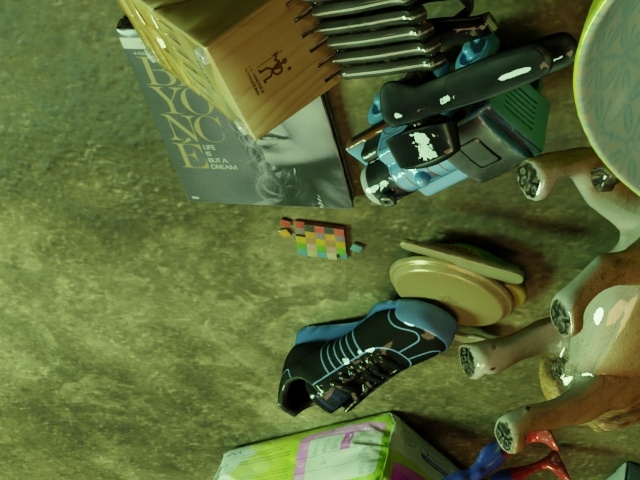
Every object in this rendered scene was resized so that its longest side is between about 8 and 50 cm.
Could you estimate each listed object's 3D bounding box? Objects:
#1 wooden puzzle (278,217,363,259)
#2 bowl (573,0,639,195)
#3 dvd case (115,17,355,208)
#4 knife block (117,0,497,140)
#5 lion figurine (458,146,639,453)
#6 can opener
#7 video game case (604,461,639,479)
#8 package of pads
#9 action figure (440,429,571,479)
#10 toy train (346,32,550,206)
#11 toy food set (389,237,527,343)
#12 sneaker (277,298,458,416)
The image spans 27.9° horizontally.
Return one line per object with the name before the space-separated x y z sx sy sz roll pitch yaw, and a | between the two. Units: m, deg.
wooden puzzle | 0.000 0.000 1.245 0.083 0.006 0.049 7 143 12
bowl | 0.313 -0.144 0.815 0.289 0.156 0.289 10 142 8
dvd case | -0.069 -0.106 1.124 0.164 0.018 0.221 3 141 17
knife block | -0.001 -0.194 0.941 0.275 0.242 0.088 40 162 49
lion figurine | 0.254 0.043 1.061 0.240 0.142 0.392 -15 150 -22
can opener | 0.107 -0.106 0.892 0.186 0.059 0.073 -22 101 51
video game case | 0.417 0.380 1.540 0.269 0.061 0.244 22 142 -8
package of pads | 0.034 0.323 1.574 0.296 0.101 0.229 -20 131 38
action figure | 0.139 0.306 1.382 0.280 0.139 0.091 -23 124 4
toy train | 0.098 -0.089 1.010 0.080 0.105 0.184 38 138 -26
toy food set | 0.131 0.042 1.234 0.132 0.038 0.192 17 155 8
sneaker | 0.044 0.126 1.305 0.081 0.090 0.232 35 147 -25
